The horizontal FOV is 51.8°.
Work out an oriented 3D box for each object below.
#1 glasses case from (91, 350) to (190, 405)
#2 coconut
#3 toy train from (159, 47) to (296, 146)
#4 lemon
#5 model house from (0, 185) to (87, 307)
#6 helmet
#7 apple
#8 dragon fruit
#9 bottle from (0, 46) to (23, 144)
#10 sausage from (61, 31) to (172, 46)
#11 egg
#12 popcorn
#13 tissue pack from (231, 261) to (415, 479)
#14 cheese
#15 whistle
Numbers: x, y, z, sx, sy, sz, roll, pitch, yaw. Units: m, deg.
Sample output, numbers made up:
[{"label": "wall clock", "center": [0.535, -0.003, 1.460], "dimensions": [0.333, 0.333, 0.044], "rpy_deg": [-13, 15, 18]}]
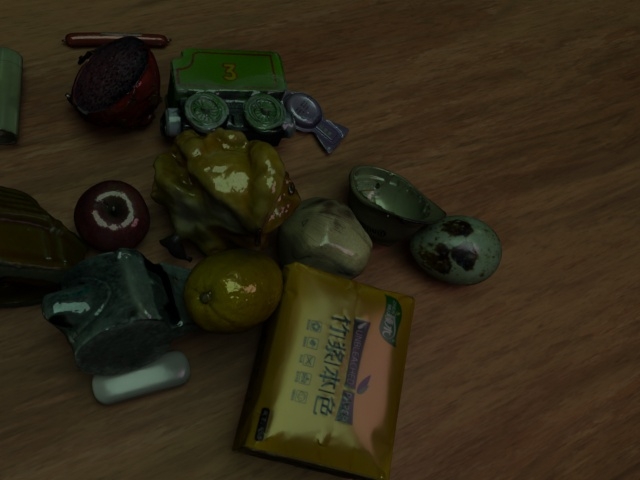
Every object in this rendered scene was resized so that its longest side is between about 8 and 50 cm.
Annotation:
[{"label": "glasses case", "center": [-0.361, 0.276, 1.330], "dimensions": [0.193, 0.049, 0.074], "rpy_deg": [-12, 72, -23]}, {"label": "coconut", "center": [0.000, 0.000, 1.463], "dimensions": [0.224, 0.224, 0.225], "rpy_deg": [6, 70, -16]}, {"label": "toy train", "center": [-0.218, -0.317, 1.526], "dimensions": [0.307, 0.173, 0.249], "rpy_deg": [-4, 66, -19]}, {"label": "lemon", "center": [-0.164, 0.097, 1.262], "dimensions": [0.207, 0.170, 0.170], "rpy_deg": [-10, 72, -56]}, {"label": "model house", "center": [-0.607, 0.002, 1.305], "dimensions": [0.268, 0.173, 0.239], "rpy_deg": [14, 49, -46]}, {"label": "helmet", "center": [0.156, -0.057, 1.553], "dimensions": [0.204, 0.137, 0.257], "rpy_deg": [-4, 37, -36]}, {"label": "apple", "center": [-0.437, -0.045, 1.383], "dimensions": [0.153, 0.120, 0.154], "rpy_deg": [7, 72, -21]}, {"label": "dragon fruit", "center": [-0.432, -0.330, 1.474], "dimensions": [0.223, 0.148, 0.219], "rpy_deg": [-9, 61, 24]}, {"label": "bottle", "center": [-0.685, -0.312, 1.421], "dimensions": [0.072, 0.072, 0.202], "rpy_deg": [1, 71, -18]}, {"label": "sausage", "center": [-0.482, -0.478, 1.569], "dimensions": [0.253, 0.034, 0.034], "rpy_deg": [-5, 73, -19]}, {"label": "egg", "center": [0.323, 0.022, 1.579], "dimensions": [0.231, 0.169, 0.169], "rpy_deg": [9, 69, -13]}, {"label": "popcorn", "center": [-0.196, -0.098, 1.392], "dimensions": [0.315, 0.297, 0.281], "rpy_deg": [9, 48, 10]}, {"label": "tissue pack", "center": [0.010, 0.274, 1.355], "dimensions": [0.293, 0.228, 0.382], "rpy_deg": [17, 66, -10]}, {"label": "cheese", "center": [-0.025, -0.306, 1.652], "dimensions": [0.191, 0.042, 0.105], "rpy_deg": [40, 65, -2]}, {"label": "whistle", "center": [-0.330, 0.126, 1.299], "dimensions": [0.404, 0.188, 0.168], "rpy_deg": [-12, 55, -26]}]
